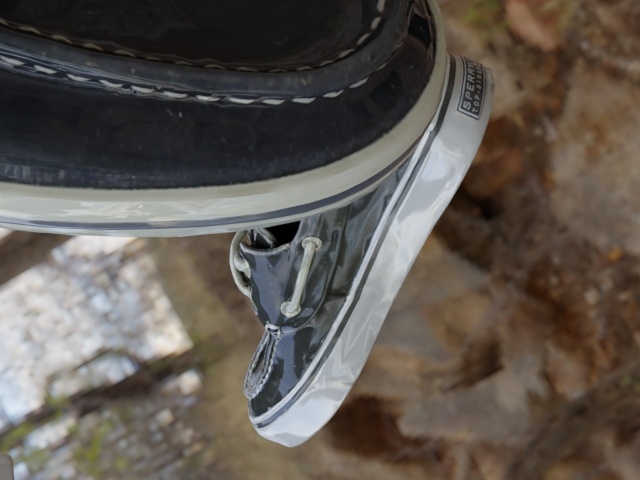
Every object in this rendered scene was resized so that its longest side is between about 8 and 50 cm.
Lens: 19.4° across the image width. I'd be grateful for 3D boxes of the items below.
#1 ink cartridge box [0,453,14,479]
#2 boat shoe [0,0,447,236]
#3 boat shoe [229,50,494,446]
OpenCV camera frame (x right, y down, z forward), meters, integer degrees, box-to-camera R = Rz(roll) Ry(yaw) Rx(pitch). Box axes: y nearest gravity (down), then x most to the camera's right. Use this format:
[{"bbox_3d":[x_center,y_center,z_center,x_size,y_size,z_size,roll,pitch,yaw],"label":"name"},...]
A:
[{"bbox_3d":[-0.395,0.232,1.099,0.279,0.384,0.160,-9,88,61],"label":"ink cartridge box"},{"bbox_3d":[-0.173,-0.149,0.540,0.500,0.156,0.187,26,-130,-15],"label":"boat shoe"},{"bbox_3d":[0.000,0.000,0.808,0.070,0.219,0.078,18,-143,-11],"label":"boat shoe"}]
